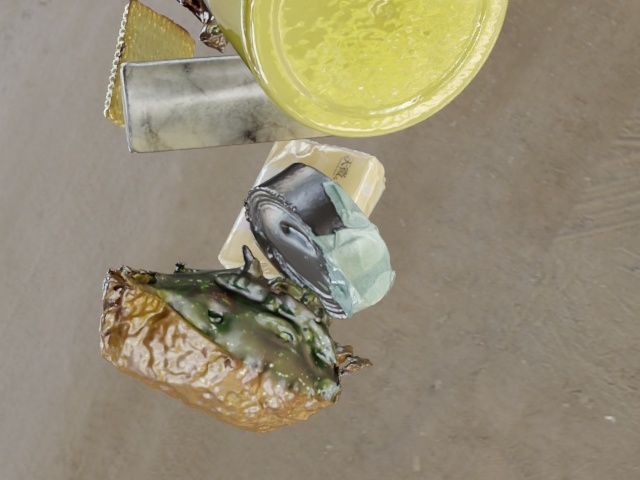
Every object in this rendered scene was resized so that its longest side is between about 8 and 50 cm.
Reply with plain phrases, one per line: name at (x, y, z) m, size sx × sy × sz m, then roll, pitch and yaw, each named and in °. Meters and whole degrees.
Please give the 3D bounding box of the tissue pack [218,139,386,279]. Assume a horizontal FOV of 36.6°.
tissue pack at (-0.025, -0.033, 1.390) m, size 0.186 × 0.090 × 0.222 m, roll 17°, pitch 74°, yaw 31°

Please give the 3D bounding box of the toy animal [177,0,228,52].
toy animal at (-0.179, -0.401, 1.687) m, size 0.116 × 0.218 × 0.179 m, roll -24°, pitch 51°, yaw 58°

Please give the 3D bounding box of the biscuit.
biscuit at (-0.320, -0.312, 1.824) m, size 0.029 × 0.172 × 0.254 m, roll -10°, pitch 64°, yaw 41°

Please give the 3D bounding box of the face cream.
face cream at (0.019, -0.217, 0.787) m, size 0.218 × 0.218 × 0.179 m, roll -55°, pitch 34°, yaw 17°

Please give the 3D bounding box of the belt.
belt at (0.000, 0.000, 1.104) m, size 0.198 × 0.078 × 0.151 m, roll 45°, pitch 152°, yaw 23°

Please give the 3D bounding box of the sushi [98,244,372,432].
sushi at (-0.091, 0.082, 0.921) m, size 0.140 × 0.287 × 0.149 m, roll -43°, pitch 28°, yaw 24°

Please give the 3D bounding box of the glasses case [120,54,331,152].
glasses case at (-0.095, -0.178, 1.208) m, size 0.060 × 0.299 × 0.114 m, roll -136°, pitch 40°, yaw -66°
